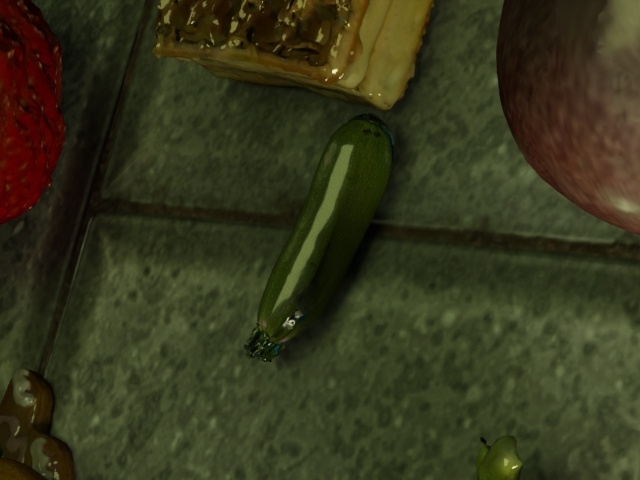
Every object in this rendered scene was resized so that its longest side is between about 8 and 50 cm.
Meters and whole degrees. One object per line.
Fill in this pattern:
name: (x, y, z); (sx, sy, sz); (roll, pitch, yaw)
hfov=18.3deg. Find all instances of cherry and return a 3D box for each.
cherry: (0.210, -0.128, 1.061); (0.261, 0.221, 0.307); (-46, 33, 9)

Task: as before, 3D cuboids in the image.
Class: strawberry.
strawberry: (-0.314, -0.094, 1.529); (0.257, 0.257, 0.277); (-56, 33, 11)

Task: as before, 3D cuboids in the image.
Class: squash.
squash: (0.000, 0.000, 1.325); (0.052, 0.052, 0.183); (27, 91, 47)

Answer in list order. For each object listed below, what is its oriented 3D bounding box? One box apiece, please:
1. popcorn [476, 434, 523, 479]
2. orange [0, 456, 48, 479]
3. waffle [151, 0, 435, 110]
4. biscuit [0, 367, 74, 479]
popcorn: (0.089, 0.191, 1.098); (0.141, 0.135, 0.162); (28, 95, 54)
orange: (-0.239, 0.231, 1.388); (0.159, 0.136, 0.159); (-2, 85, 29)
waffle: (0.013, -0.250, 1.392); (0.213, 0.091, 0.308); (15, 84, 46)
biscuit: (-0.268, 0.200, 1.517); (0.205, 0.031, 0.138); (-44, 48, 24)
